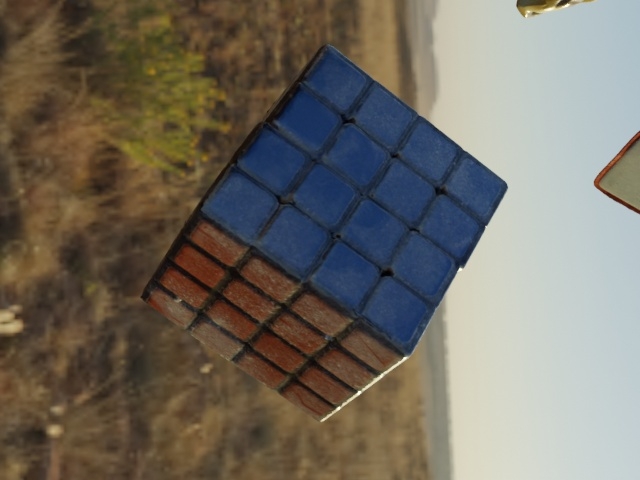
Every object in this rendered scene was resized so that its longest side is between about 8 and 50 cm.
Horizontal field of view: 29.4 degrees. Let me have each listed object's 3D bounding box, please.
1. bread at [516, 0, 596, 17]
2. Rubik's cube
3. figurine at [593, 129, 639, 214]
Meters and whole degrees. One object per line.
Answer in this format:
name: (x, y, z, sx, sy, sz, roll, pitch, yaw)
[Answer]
bread: (0.306, -0.420, 1.754, 0.225, 0.134, 0.081, 50, 48, -17)
Rubik's cube: (0.000, 0.000, 1.728, 0.337, 0.344, 0.344, -56, -173, -31)
figurine: (0.532, -0.167, 1.783, 0.226, 0.160, 0.183, -63, -177, -31)
